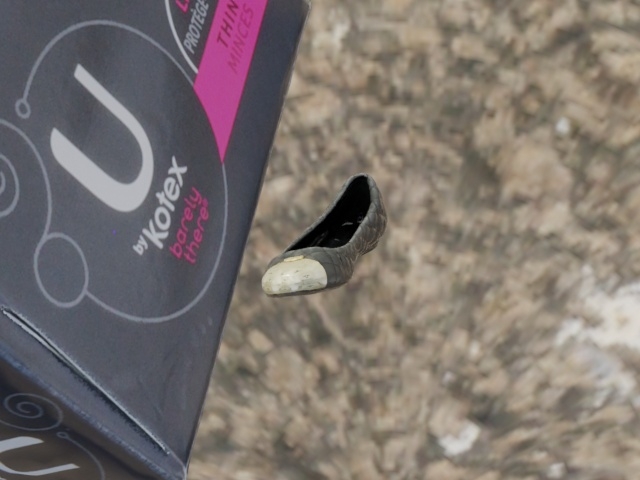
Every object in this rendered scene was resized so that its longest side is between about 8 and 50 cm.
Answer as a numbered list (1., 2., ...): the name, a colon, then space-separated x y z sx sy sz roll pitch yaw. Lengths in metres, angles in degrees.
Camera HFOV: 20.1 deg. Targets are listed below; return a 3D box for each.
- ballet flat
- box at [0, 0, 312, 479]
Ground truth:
1. ballet flat: 0.000 0.000 1.158 0.057 0.173 0.049 -2 106 18
2. box: -0.160 -0.015 0.507 0.270 0.143 0.165 -14 48 35
